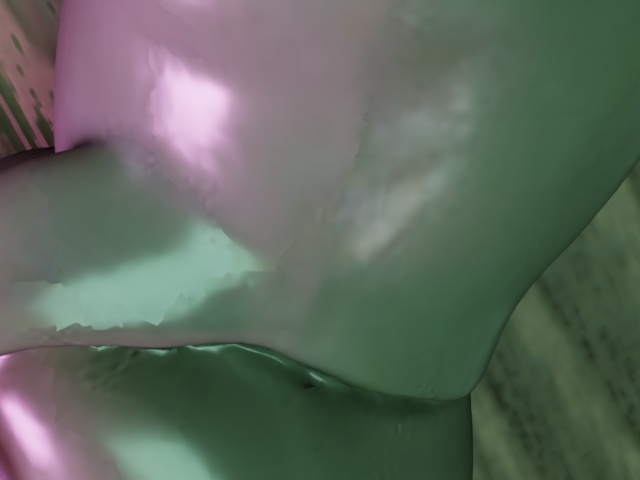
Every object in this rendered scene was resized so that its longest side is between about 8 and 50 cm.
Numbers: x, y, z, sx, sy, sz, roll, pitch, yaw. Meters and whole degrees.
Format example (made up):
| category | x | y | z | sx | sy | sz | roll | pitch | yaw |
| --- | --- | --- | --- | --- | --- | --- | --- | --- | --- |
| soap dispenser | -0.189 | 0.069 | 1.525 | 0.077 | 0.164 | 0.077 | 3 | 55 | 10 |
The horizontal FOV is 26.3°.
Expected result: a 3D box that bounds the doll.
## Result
| category | x | y | z | sx | sy | sz | roll | pitch | yaw |
| --- | --- | --- | --- | --- | --- | --- | --- | --- | --- |
| doll | -0.016 | -0.021 | 0.425 | 0.226 | 0.215 | 0.370 | 20 | 104 | -30 |
